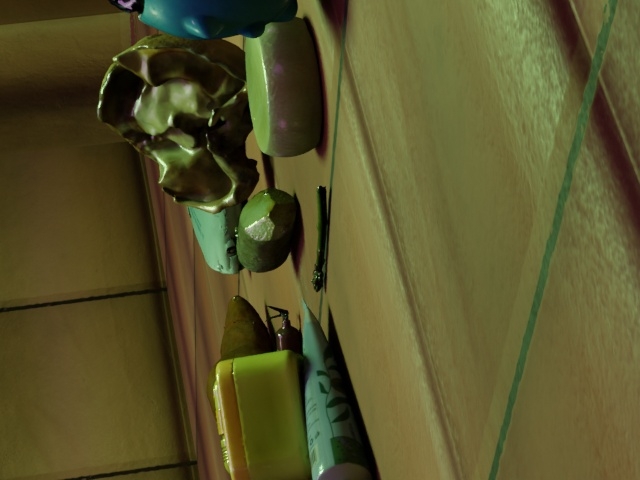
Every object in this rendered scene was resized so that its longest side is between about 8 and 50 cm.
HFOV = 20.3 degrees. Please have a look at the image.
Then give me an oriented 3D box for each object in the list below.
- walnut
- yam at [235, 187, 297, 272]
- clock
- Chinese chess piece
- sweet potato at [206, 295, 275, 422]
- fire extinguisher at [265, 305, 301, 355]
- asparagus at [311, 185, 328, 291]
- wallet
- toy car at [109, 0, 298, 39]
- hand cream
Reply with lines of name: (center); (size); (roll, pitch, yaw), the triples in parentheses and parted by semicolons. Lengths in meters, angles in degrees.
walnut: (-0.161, -0.167, 2.189); (0.141, 0.204, 0.238); (-72, -10, -54)
yam: (-0.064, -0.012, 2.056); (0.146, 0.070, 0.069); (100, 160, -67)
clock: (-0.048, 0.194, 1.900); (0.202, 0.096, 0.143); (44, -146, -78)
Chinese chess piece: (-0.037, -0.156, 1.804); (0.144, 0.058, 0.144); (172, 90, -79)
sweet potato: (-0.093, 0.196, 2.293); (0.359, 0.112, 0.112); (-114, 18, -63)
fire extinguisher: (-0.035, 0.154, 2.142); (0.049, 0.035, 0.173); (-34, -56, -56)
asparagus: (0.000, 0.000, 1.831); (0.016, 0.013, 0.166); (30, 145, 23)
wallet: (-0.151, -0.097, 2.550); (0.176, 0.075, 0.250); (-118, 21, -50)
toy car: (-0.086, -0.297, 1.621); (0.190, 0.188, 0.255); (30, 124, 42)
hand cream: (0.009, 0.172, 1.800); (0.271, 0.058, 0.091); (-103, -2, -54)
